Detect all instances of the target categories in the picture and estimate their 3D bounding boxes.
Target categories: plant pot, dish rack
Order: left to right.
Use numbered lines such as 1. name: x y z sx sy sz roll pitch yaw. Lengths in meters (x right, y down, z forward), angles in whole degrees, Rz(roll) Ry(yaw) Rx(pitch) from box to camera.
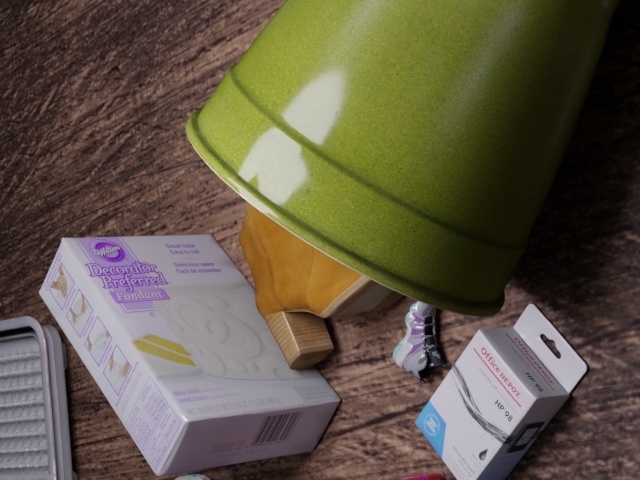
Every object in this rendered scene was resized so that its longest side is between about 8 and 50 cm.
1. dish rack: -0.473 0.292 2.126 0.285 0.072 0.333 -12 82 48
2. plant pot: 0.113 -0.174 1.314 0.366 0.366 0.353 43 108 38

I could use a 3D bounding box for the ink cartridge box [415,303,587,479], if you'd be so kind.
1. ink cartridge box: 0.187 0.163 1.413 0.104 0.060 0.180 52 126 34

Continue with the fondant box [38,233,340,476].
1. fondant box: -0.165 0.129 1.664 0.330 0.238 0.096 48 124 35

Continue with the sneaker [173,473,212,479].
1. sneaker: -0.195 0.459 1.788 0.110 0.122 0.283 -15 79 47

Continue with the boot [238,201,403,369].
1. boot: 0.000 0.000 1.582 0.295 0.104 0.211 -44 60 43

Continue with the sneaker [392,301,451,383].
1. sneaker: 0.123 0.115 1.502 0.069 0.038 0.098 42 129 37

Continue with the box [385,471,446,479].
1. box: 0.021 0.341 1.494 0.257 0.128 0.123 -24 73 46
